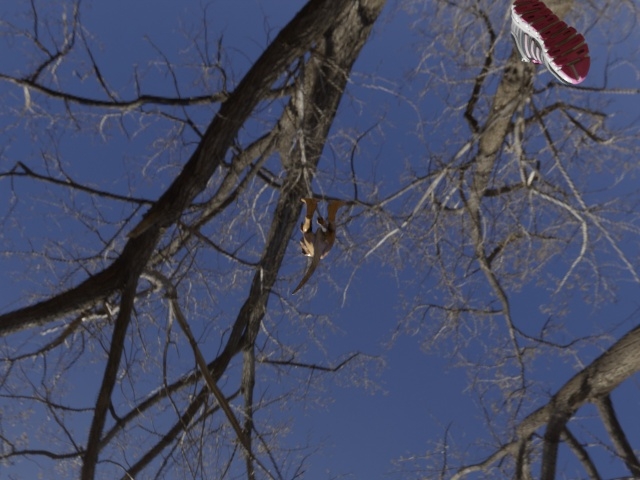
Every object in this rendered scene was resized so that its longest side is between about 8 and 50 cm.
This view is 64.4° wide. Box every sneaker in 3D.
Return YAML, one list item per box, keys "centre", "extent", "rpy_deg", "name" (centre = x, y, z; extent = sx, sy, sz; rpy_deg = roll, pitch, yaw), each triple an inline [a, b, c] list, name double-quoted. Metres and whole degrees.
- centre: [0.356, -0.302, 0.800]
  extent: [0.063, 0.075, 0.170]
  rpy_deg: [-28, -113, -2]
  name: "sneaker"

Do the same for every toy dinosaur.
- centre: [0.000, 0.000, 0.688]
  extent: [0.064, 0.211, 0.112]
  rpy_deg: [5, -85, -1]
  name: "toy dinosaur"
